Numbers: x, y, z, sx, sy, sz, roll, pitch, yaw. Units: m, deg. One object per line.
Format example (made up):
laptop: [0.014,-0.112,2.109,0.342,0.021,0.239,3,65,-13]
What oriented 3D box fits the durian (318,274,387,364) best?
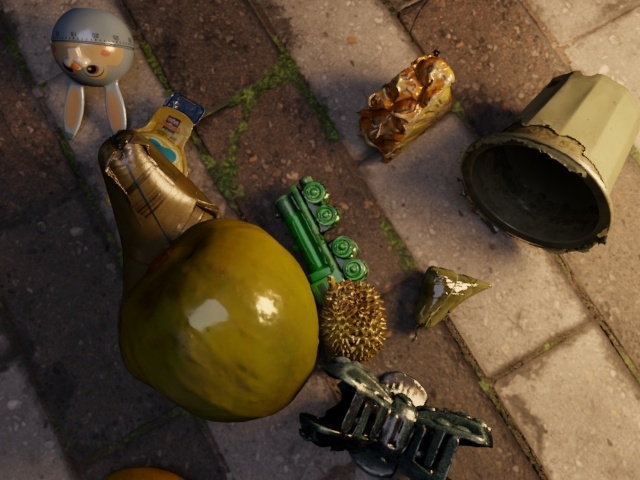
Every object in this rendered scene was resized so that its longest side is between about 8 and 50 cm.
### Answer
durian: [0.062,0.137,1.032,0.146,0.102,0.208,-41,123,-27]

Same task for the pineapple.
pineapple: [0.181,-0.264,1.126,0.236,0.186,0.114,-40,80,38]

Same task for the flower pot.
flower pot: [0.429,-0.157,1.047,0.290,0.290,0.259,35,69,9]

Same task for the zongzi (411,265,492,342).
zongzi: [0.244,0.135,1.089,0.130,0.062,0.154,18,86,-6]

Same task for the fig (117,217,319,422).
fig: [-0.150,0.145,0.975,0.343,0.343,0.343,0,78,2]

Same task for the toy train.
toy train: [0.000,0.000,1.112,0.119,0.085,0.251,-29,79,6]

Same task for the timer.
timer: [-0.465,-0.343,1.159,0.175,0.175,0.255,6,80,4]

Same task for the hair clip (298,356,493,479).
hair clip: [0.125,0.315,0.979,0.310,0.206,0.194,26,77,6]

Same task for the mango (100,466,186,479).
mango: [-0.299,0.474,1.021,0.228,0.099,0.136,17,86,14]

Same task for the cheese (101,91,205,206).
cheese: [-0.337,-0.176,1.164,0.177,0.069,0.270,30,81,7]

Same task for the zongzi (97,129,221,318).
zongzi: [-0.360,-0.028,1.060,0.289,0.123,0.260,-45,125,-3]
